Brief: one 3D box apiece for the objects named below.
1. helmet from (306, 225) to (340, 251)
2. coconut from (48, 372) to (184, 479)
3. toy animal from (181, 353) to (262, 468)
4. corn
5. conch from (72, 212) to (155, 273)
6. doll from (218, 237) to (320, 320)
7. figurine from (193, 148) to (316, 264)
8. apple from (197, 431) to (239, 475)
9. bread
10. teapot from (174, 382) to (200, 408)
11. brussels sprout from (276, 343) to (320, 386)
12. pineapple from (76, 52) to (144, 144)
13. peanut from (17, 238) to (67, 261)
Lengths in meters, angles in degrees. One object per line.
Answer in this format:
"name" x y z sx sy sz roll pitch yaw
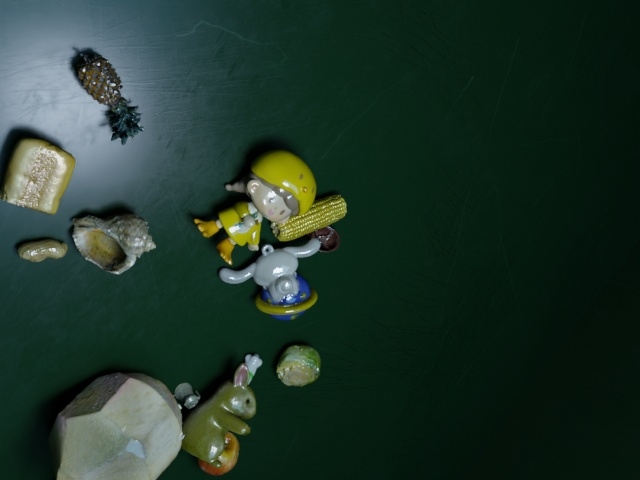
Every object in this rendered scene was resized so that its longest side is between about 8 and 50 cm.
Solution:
"helmet" 0.000 0.000 1.924 0.111 0.057 0.089 10 72 -18
"coconut" -0.553 0.540 1.633 0.353 0.353 0.352 -16 120 -28
"toy animal" -0.271 0.522 1.864 0.180 0.181 0.363 43 73 4
"corn" -0.034 -0.072 1.841 0.244 0.093 0.093 -23 124 -25
"conch" -0.516 0.001 1.515 0.207 0.130 0.155 15 72 -22
"doll" -0.144 0.138 1.822 0.311 0.159 0.242 -5 127 -16
"figurine" -0.170 -0.102 1.679 0.344 0.187 0.215 -38 138 -6
"apple" -0.332 0.684 1.973 0.147 0.146 0.146 -16 120 -28
"bread" -0.644 -0.148 1.381 0.134 0.085 0.173 20 101 -36
"teapot" -0.403 0.479 1.863 0.067 0.083 0.057 -5 110 -31
"brussels sprout" -0.073 0.408 2.039 0.152 0.122 0.149 -18 121 15
"pineapple" -0.486 -0.329 1.397 0.083 0.103 0.221 -15 128 12
"peanut" -0.672 0.024 1.473 0.113 0.054 0.053 -7 116 -33
